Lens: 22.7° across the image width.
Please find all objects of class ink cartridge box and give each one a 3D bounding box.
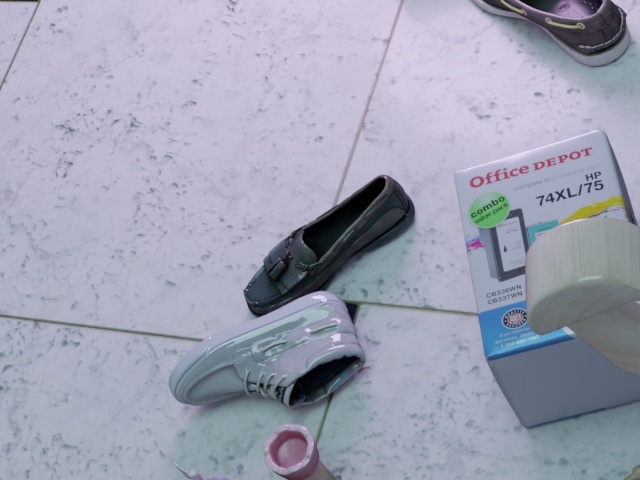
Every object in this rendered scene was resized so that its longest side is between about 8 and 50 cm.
[{"bbox_3d":[0.294,0.047,1.929,0.198,0.197,0.270,-16,54,13],"label":"ink cartridge box"}]

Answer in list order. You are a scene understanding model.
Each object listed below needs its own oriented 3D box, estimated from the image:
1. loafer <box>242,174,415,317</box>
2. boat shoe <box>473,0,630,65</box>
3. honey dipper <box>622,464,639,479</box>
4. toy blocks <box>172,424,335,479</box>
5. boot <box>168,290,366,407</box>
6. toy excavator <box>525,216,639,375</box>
[{"bbox_3d":[0.000,0.000,2.159,0.267,0.084,0.096,-35,52,-1],"label":"loafer"},{"bbox_3d":[0.300,-0.362,2.251,0.116,0.097,0.324,-43,53,-6],"label":"boat shoe"},{"bbox_3d":[0.315,0.314,1.858,0.160,0.030,0.030,-34,52,-4],"label":"honey dipper"},{"bbox_3d":[-0.023,0.378,1.818,0.288,0.260,0.309,23,71,33],"label":"toy blocks"},{"bbox_3d":[-0.069,0.170,2.073,0.258,0.095,0.123,-29,46,3],"label":"boot"},{"bbox_3d":[0.459,0.124,1.648,0.445,0.433,0.222,-8,52,14],"label":"toy excavator"}]
